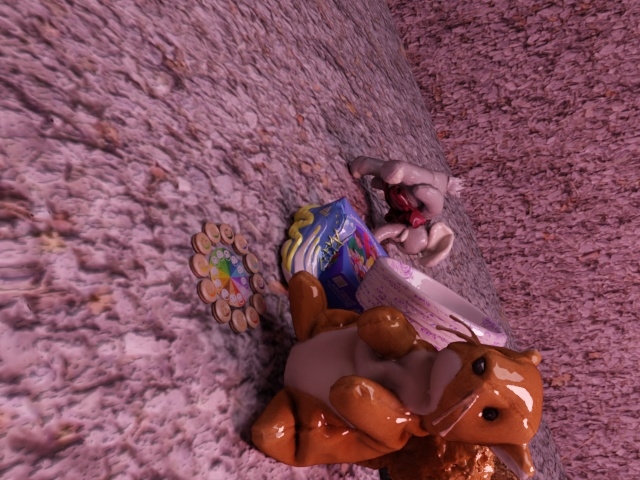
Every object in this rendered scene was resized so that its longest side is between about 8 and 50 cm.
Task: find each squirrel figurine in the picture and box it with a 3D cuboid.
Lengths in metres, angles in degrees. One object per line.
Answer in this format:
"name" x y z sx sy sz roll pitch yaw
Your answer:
"squirrel figurine" 0.151 0.248 0.902 0.397 0.371 0.281 60 35 -40

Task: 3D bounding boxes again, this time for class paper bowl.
"paper bowl" 0.192 0.160 1.121 0.284 0.148 0.284 31 10 -6

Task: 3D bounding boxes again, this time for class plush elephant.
"plush elephant" 0.234 -0.074 1.614 0.330 0.272 0.255 10 97 -28

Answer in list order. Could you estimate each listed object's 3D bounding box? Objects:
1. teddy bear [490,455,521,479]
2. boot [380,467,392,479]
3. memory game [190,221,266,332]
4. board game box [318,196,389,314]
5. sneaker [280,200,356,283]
"teddy bear" 0.361 0.484 1.282 0.245 0.113 0.338 52 8 -46
"boot" 0.173 0.472 1.185 0.137 0.077 0.197 50 41 -47
"memory game" -0.139 0.056 0.928 0.186 0.012 0.186 48 30 -39
"board game box" 0.105 0.104 1.337 0.347 0.078 0.233 51 28 -34
"sneaker" 0.000 0.000 1.137 0.091 0.126 0.240 51 28 -35
